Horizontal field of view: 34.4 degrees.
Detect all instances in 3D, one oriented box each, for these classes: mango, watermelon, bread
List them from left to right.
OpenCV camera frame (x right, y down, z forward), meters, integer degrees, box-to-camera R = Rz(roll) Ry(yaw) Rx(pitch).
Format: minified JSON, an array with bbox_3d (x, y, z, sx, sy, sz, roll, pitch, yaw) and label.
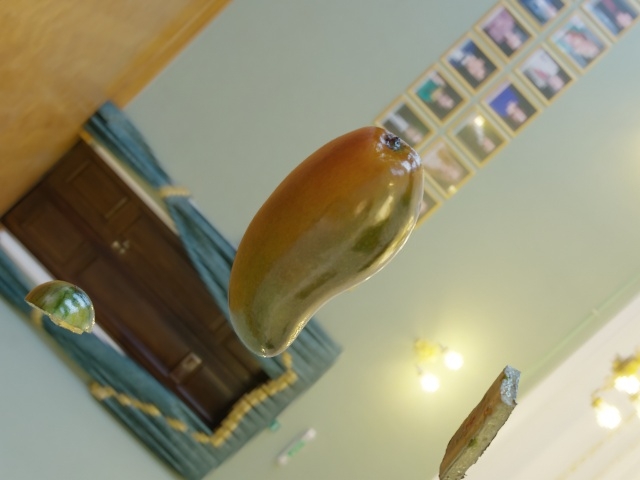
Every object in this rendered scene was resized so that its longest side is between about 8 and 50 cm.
[{"bbox_3d":[-0.368,0.092,1.490,0.062,0.105,0.105,-61,-173,-10],"label":"watermelon"},{"bbox_3d":[-0.003,-0.005,1.145,0.289,0.146,0.129,-40,-168,13],"label":"mango"},{"bbox_3d":[0.180,0.211,1.170,0.154,0.028,0.068,-62,180,35],"label":"bread"}]
